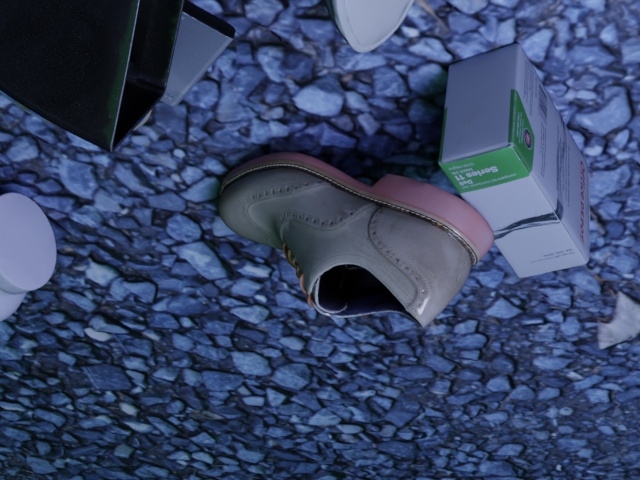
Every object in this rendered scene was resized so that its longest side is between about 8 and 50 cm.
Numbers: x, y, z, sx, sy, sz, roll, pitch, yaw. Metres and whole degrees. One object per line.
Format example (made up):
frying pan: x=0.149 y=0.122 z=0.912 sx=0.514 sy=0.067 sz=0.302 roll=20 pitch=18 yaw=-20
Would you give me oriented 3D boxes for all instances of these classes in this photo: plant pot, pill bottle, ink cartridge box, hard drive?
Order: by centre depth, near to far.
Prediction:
plant pot: x=-0.234 y=-0.219 z=1.187 sx=0.167 sy=0.187 sz=0.188 roll=16 pitch=116 yaw=3
ink cartridge box: x=0.213 y=-0.081 z=1.329 sx=0.087 sy=0.153 sz=0.208 roll=-15 pitch=135 yaw=28
hard drive: x=-0.165 y=-0.208 z=1.347 sx=0.094 sy=0.022 sz=0.135 roll=27 pitch=138 yaw=-21
pill bottle: x=-0.503 y=0.037 z=1.593 sx=0.323 sy=0.181 sz=0.181 roll=-14 pitch=136 yaw=27

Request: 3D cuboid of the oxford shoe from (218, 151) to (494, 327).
oxford shoe: x=0.000 y=0.000 z=1.387 sx=0.397 sy=0.146 sz=0.140 roll=10 pitch=151 yaw=48

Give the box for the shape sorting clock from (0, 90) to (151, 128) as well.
shape sorting clock: x=-0.285 y=-0.177 z=1.371 sx=0.206 sy=0.040 sz=0.206 roll=15 pitch=150 yaw=9

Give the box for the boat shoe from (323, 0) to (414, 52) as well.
boat shoe: x=0.022 y=-0.309 z=1.153 sx=0.099 sy=0.116 sz=0.319 roll=42 pitch=163 yaw=30
